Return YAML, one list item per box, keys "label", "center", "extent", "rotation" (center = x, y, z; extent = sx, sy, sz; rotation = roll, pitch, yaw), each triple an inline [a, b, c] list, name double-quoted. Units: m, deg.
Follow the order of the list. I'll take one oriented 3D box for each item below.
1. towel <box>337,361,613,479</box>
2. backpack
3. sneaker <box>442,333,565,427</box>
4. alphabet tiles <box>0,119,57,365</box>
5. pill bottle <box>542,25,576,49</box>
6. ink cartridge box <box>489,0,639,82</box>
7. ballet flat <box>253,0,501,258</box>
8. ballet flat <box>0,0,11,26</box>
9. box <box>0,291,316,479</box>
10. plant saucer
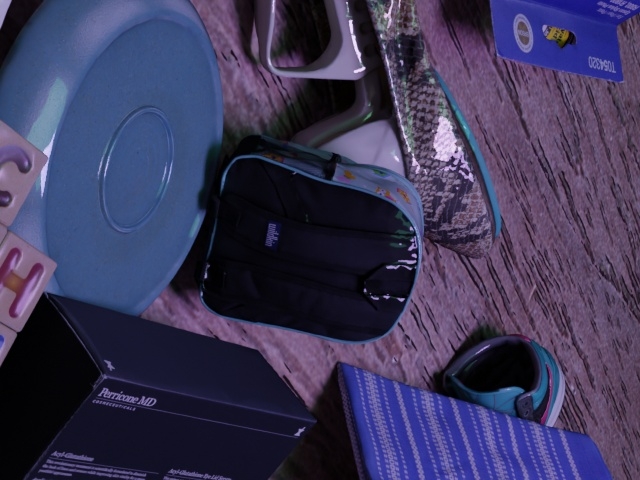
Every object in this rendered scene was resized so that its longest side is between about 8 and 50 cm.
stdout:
- label: "towel"
  center: [0.184, 0.246, 1.423]
  extent: [0.336, 0.243, 0.040]
  rotation: [19, 120, -23]
- label: "backpack"
  center: [0.000, 0.000, 1.233]
  extent: [0.144, 0.188, 0.166]
  rotation: [-54, 159, -69]
- label: "sneaker"
  center: [0.204, 0.233, 1.612]
  extent: [0.178, 0.124, 0.295]
  rotation: [53, 48, -50]
- label: "alphabet tiles"
  center: [-0.302, 0.055, 0.846]
  extent: [0.285, 0.011, 0.342]
  rotation: [44, 69, -52]
- label: "pill bottle"
  center: [0.267, -0.252, 1.650]
  extent: [0.116, 0.065, 0.065]
  rotation: [13, 87, -53]
- label: "ink cartridge box"
  center: [0.284, -0.360, 1.586]
  extent: [0.324, 0.071, 0.330]
  rotation: [-1, 81, -53]
- label: "ballet flat"
  center: [0.029, -0.175, 1.309]
  extent: [0.182, 0.164, 0.483]
  rotation: [-26, 113, -23]
- label: "ballet flat"
  center: [-0.266, -0.156, 0.941]
  extent: [0.139, 0.139, 0.400]
  rotation: [23, 82, -52]
- label: "box"
  center: [-0.155, 0.162, 1.092]
  extent: [0.184, 0.103, 0.261]
  rotation: [-49, 145, 13]
- label: "plant saucer"
  center: [-0.157, -0.059, 1.083]
  extent: [0.317, 0.044, 0.317]
  rotation: [-46, 144, -48]
